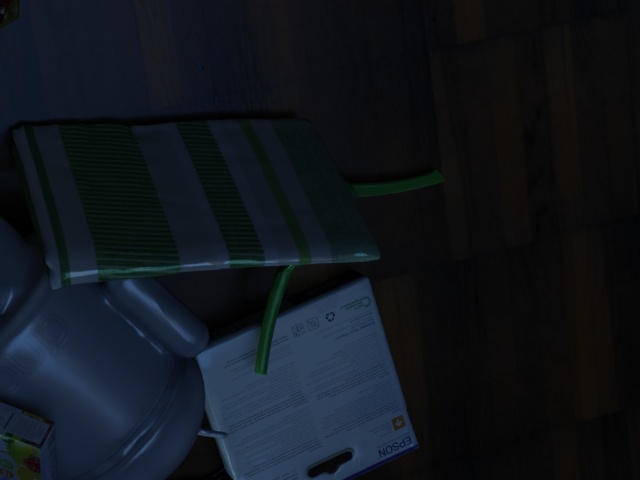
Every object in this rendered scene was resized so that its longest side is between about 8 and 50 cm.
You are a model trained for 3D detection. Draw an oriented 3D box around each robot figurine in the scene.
[{"bbox_3d":[-0.258,0.131,1.669,0.300,0.200,0.353,-32,119,27],"label":"robot figurine"}]

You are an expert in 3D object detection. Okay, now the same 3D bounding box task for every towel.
[{"bbox_3d":[-0.131,-0.044,1.651,0.325,0.248,0.038,-4,129,-19],"label":"towel"}]

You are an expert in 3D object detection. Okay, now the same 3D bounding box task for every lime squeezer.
[{"bbox_3d":[0.000,0.000,1.804,0.310,0.059,0.110,-48,127,-16],"label":"lime squeezer"}]

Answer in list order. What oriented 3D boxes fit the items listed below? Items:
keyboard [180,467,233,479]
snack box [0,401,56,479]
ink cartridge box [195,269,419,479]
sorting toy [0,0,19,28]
[{"bbox_3d":[-0.157,0.354,1.872,0.317,0.033,0.201,-10,109,-19],"label":"keyboard"},{"bbox_3d":[-0.307,0.206,1.588,0.100,0.037,0.141,20,143,8],"label":"snack box"},{"bbox_3d":[-0.019,0.175,1.855,0.223,0.045,0.224,-22,109,-17],"label":"ink cartridge box"},{"bbox_3d":[-0.312,-0.255,1.512,0.046,0.274,0.132,12,92,12],"label":"sorting toy"}]
